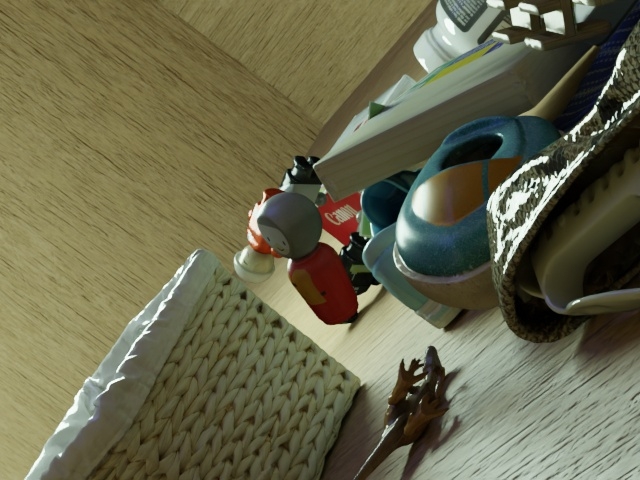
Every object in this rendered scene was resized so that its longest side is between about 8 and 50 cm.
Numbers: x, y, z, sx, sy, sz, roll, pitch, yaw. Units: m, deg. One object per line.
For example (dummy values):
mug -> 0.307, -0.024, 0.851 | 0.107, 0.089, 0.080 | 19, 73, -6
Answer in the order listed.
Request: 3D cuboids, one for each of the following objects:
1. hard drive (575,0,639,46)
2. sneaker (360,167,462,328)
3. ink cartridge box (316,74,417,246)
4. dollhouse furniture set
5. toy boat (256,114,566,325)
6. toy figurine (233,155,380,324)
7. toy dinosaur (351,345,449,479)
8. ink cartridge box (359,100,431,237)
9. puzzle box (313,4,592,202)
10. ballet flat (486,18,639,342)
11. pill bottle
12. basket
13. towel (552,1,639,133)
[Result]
hard drive -> 0.354, -0.388, 1.731 | 0.307, 0.040, 0.203 | -81, 18, -45
sneaker -> 0.128, -0.045, 1.759 | 0.135, 0.150, 0.366 | -49, 8, 23
ink cartridge box -> 0.070, -0.093, 2.456 | 0.272, 0.130, 0.309 | -55, 7, -13
dollhouse furniture set -> 0.281, -0.316, 1.562 | 0.161, 0.212, 0.242 | -18, 19, -17
toy boat -> 0.097, -0.022, 1.499 | 0.318, 0.148, 0.267 | -20, 25, 21
toy figurine -> 0.000, 0.000, 2.174 | 0.209, 0.213, 0.148 | -59, -8, -59
toy dinosaur -> 0.077, 0.179, 1.453 | 0.211, 0.064, 0.112 | -47, -16, -34
ink cartridge box -> 0.081, -0.086, 1.953 | 0.235, 0.056, 0.171 | 2, -89, -63
puzzle box -> 0.187, -0.183, 1.790 | 0.272, 0.052, 0.409 | -25, 9, 33
ballet flat -> 0.258, -0.054, 1.083 | 0.483, 0.164, 0.182 | 127, 154, -55
pill bottle -> 0.272, -0.351, 2.259 | 0.278, 0.162, 0.162 | -50, 8, 25
basket -> -0.171, 0.257, 1.781 | 0.328, 0.266, 0.331 | -48, 8, 38
towel -> 0.366, -0.248, 1.648 | 0.336, 0.040, 0.243 | -57, 9, -30
